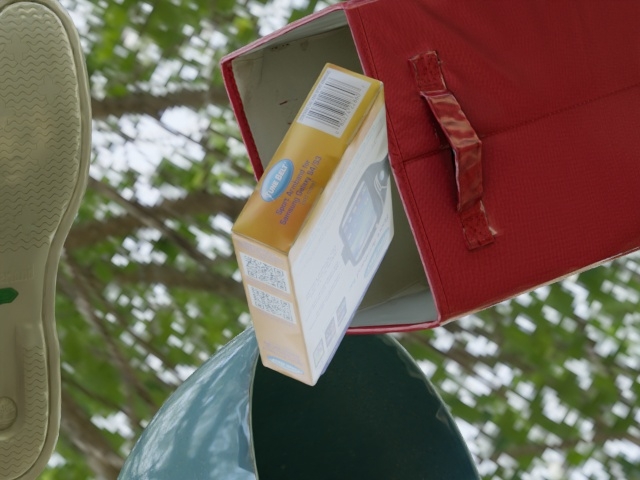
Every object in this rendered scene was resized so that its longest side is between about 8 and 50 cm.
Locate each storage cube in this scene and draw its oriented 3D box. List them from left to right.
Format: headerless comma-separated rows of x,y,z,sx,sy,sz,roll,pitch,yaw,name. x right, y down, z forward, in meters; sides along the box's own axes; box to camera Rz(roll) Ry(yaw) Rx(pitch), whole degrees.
0.083,-0.060,1.101,0.193,0.215,0.183,-19,-87,-25,storage cube

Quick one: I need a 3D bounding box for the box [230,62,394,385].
0.000,0.000,0.740,0.081,0.028,0.136,-61,-15,-23,box

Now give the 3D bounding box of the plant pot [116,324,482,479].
-0.034,0.208,1.230,0.195,0.290,0.290,-26,-37,26,plant pot

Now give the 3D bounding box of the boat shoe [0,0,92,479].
-0.162,-0.002,0.864,0.084,0.079,0.233,3,-83,-42,boat shoe
